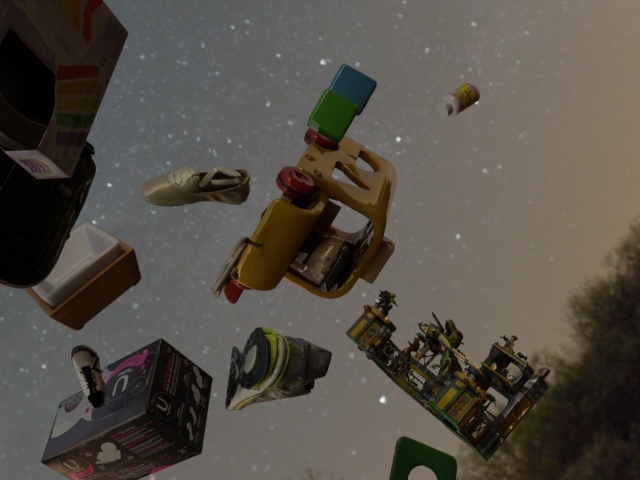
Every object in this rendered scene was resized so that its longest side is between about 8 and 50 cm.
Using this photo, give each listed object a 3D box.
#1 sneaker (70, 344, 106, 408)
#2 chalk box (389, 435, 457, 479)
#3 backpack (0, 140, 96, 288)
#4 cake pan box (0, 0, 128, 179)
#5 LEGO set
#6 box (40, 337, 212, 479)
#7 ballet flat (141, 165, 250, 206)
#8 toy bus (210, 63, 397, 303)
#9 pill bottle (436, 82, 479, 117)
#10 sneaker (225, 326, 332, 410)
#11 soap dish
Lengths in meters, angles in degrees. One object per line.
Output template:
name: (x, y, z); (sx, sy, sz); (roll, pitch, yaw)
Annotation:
sneaker: (-0.347, 0.206, 1.162); (0.040, 0.044, 0.109); (-20, -62, -12)
chalk box: (0.090, 0.333, 0.700); (0.180, 0.179, 0.289); (28, -132, -31)
backpack: (-0.475, -0.059, 1.131); (0.225, 0.191, 0.253); (53, -139, -54)
cake pan box: (-0.367, -0.241, 0.955); (0.246, 0.070, 0.267); (53, -137, -51)
LEGO set: (0.222, 0.189, 1.279); (0.192, 0.331, 0.255); (-47, -55, -7)
box: (-0.330, 0.303, 1.322); (0.142, 0.247, 0.163); (47, -152, -33)
ballet flat: (-0.250, -0.121, 1.596); (0.248, 0.086, 0.086); (-4, -61, -40)
toy bus: (0.005, -0.009, 0.597); (0.202, 0.104, 0.191); (-62, 3, -17)
pill bottle: (0.264, -0.268, 1.478); (0.083, 0.043, 0.043); (-34, -35, -22)
sneaker: (-0.076, 0.217, 1.216); (0.300, 0.121, 0.111); (139, 140, -65)
soap dish: (-0.555, 0.081, 1.777); (0.229, 0.291, 0.118); (-41, -60, -19)
